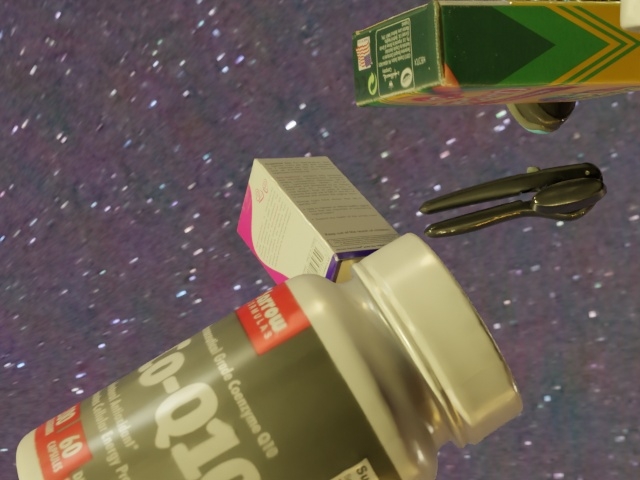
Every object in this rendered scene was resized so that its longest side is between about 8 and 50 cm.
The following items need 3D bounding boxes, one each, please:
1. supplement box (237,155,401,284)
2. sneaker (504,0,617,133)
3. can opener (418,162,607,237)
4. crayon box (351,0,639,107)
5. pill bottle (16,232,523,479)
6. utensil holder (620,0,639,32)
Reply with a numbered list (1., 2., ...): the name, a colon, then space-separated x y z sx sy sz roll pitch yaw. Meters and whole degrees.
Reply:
1. supplement box: 0.000 0.000 1.459 0.113 0.111 0.220 -6 -142 -32
2. sneaker: 0.311 -0.303 1.511 0.125 0.139 0.341 6 -86 -33
3. can opener: 0.188 -0.042 1.194 0.186 0.073 0.059 -9 -113 16
4. crayon box: 0.215 -0.182 1.193 0.318 0.202 0.081 -5 -88 -20
5. pill bottle: -0.029 0.122 0.760 0.283 0.161 0.161 -31 -86 -4
6. utensil holder: 0.386 -0.335 0.868 0.327 0.327 0.386 1 -80 -23
